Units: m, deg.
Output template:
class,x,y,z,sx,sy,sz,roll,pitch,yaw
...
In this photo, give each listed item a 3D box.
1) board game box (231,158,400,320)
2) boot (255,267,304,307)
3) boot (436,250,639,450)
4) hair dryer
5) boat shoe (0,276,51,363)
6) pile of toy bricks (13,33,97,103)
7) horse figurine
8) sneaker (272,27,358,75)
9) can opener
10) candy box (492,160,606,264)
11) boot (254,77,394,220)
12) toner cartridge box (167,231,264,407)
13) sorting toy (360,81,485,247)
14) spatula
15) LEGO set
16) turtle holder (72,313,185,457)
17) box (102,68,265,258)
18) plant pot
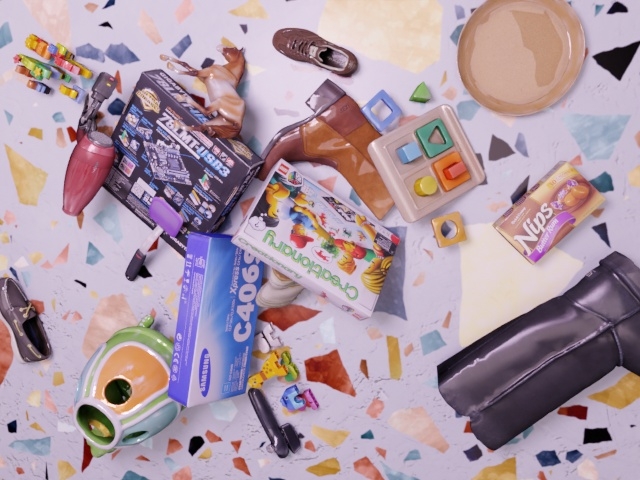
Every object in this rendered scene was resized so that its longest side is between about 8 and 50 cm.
class,x,y,z,sx,sy,sz,roll,pitch,yaw
board game box,0.000,0.000,1.071,0.305,0.053,0.193,32,61,-14
boot,-0.031,0.069,1.164,0.077,0.213,0.165,58,145,18
boot,0.511,0.294,1.081,0.445,0.146,0.367,-38,82,10
hair dryer,-0.479,-0.192,1.136,0.080,0.223,0.294,17,80,-28
boat shoe,-0.724,0.191,1.317,0.068,0.081,0.228,-10,106,9
pile of toy bricks,-0.595,-0.370,1.150,0.212,0.105,0.118,34,103,21
horse figurine,-0.210,-0.285,1.056,0.066,0.174,0.264,-47,53,44
sneaker,-0.013,-0.388,1.088,0.188,0.071,0.066,20,103,5
can opener,-0.120,0.430,1.273,0.186,0.073,0.059,58,142,-1
candy box,0.452,-0.055,1.079,0.109,0.053,0.187,45,103,0
boot,0.032,-0.149,1.135,0.280,0.096,0.264,43,97,-8
toner cartridge box,-0.216,0.162,1.148,0.075,0.165,0.348,11,95,39
sorting toy,0.218,-0.154,1.073,0.195,0.047,0.348,-29,95,-10
spatula,-0.381,0.008,1.192,0.084,0.030,0.296,44,127,0
LEGO set,-0.105,0.314,1.226,0.093,0.087,0.227,-28,93,14
turtle holder,-0.442,0.342,1.207,0.320,0.227,0.243,-24,105,32
box,-0.309,-0.152,1.145,0.295,0.073,0.293,41,120,2
plant pot,0.383,-0.361,1.045,0.236,0.032,0.237,2,100,9
